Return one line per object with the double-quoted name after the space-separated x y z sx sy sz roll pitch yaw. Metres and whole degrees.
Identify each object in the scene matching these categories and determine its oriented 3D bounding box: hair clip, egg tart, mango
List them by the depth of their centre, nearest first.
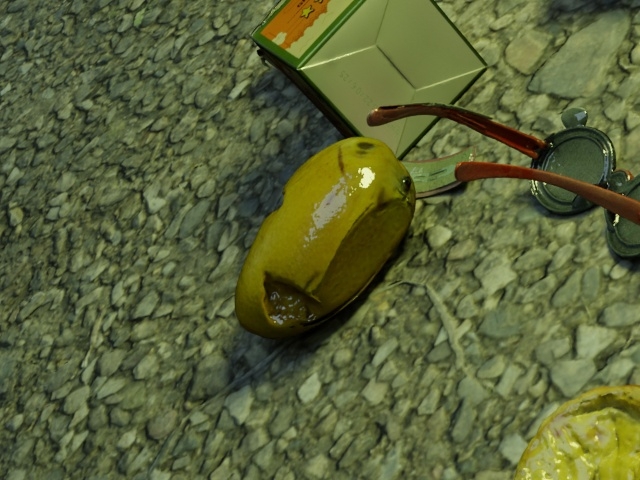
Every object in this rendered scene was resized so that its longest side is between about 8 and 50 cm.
0.255 0.210 1.454 0.191 0.074 0.191 -28 37 24 "egg tart"
0.000 0.000 1.888 0.262 0.130 0.167 -55 33 -5 "mango"
0.125 -0.078 1.926 0.137 0.022 0.054 -10 49 40 "hair clip"

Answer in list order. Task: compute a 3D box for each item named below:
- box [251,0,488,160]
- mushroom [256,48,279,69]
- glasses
0.057 -0.227 1.996 0.177 0.195 0.148 -47 35 -1 "box"
-0.006 -0.248 2.193 0.094 0.072 0.210 -41 33 -10 "mushroom"
0.211 -0.090 1.649 0.118 0.268 0.234 -61 35 10 "glasses"
